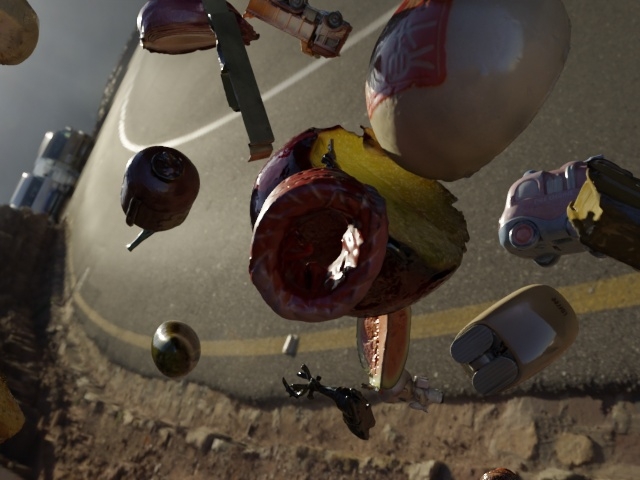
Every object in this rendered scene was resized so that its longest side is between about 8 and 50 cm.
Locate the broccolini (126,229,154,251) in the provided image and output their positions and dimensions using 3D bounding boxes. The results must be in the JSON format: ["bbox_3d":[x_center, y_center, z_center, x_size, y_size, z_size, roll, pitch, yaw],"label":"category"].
[{"bbox_3d":[-0.504,-0.046,1.934,0.202,0.068,0.091,-36,16,-26],"label":"broccolini"}]

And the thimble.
[{"bbox_3d":[-0.006,0.004,0.824,0.190,0.163,0.125,-63,8,14],"label":"thimble"}]

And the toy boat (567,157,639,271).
[{"bbox_3d":[0.593,0.020,0.969,0.162,0.445,0.136,-44,-26,-34],"label":"toy boat"}]

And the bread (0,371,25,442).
[{"bbox_3d":[-0.752,0.363,1.369,0.147,0.160,0.261,-131,28,-60],"label":"bread"}]

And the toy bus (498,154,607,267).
[{"bbox_3d":[0.584,-0.075,1.573,0.294,0.197,0.232,-14,66,35],"label":"toy bus"}]

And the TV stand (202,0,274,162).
[{"bbox_3d":[-0.114,-0.228,0.841,0.042,0.036,0.249,-31,76,68],"label":"TV stand"}]

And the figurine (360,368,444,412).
[{"bbox_3d":[0.228,0.403,1.773,0.137,0.228,0.112,-24,-53,-79],"label":"figurine"}]

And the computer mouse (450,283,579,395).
[{"bbox_3d":[0.360,0.180,1.185,0.236,0.145,0.082,-33,-16,0],"label":"computer mouse"}]

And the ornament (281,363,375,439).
[{"bbox_3d":[0.017,0.407,1.647,0.236,0.202,0.080,13,54,33],"label":"ornament"}]

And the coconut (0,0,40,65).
[{"bbox_3d":[-0.656,-0.439,1.304,0.161,0.161,0.162,-54,35,19],"label":"coconut"}]

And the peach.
[{"bbox_3d":[0.077,-0.035,1.241,0.416,0.339,0.354,15,115,38],"label":"peach"}]

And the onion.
[{"bbox_3d":[-0.281,-0.509,1.490,0.227,0.283,0.121,-176,82,-72],"label":"onion"}]

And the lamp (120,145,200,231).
[{"bbox_3d":[-0.377,-0.116,1.488,0.258,0.180,0.180,135,153,-59],"label":"lamp"}]

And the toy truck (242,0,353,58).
[{"bbox_3d":[-0.056,-0.572,1.679,0.114,0.270,0.135,-78,13,-71],"label":"toy truck"}]

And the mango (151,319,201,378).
[{"bbox_3d":[-0.342,0.255,1.518,0.267,0.110,0.133,142,120,-83],"label":"mango"}]

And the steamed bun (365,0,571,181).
[{"bbox_3d":[0.216,-0.296,1.069,0.374,0.241,0.375,-49,21,26],"label":"steamed bun"}]

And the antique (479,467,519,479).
[{"bbox_3d":[0.386,0.541,1.373,0.104,0.104,0.104,-46,29,35],"label":"antique"}]

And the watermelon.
[{"bbox_3d":[0.147,0.224,1.654,0.128,0.159,0.304,0,81,29],"label":"watermelon"}]
